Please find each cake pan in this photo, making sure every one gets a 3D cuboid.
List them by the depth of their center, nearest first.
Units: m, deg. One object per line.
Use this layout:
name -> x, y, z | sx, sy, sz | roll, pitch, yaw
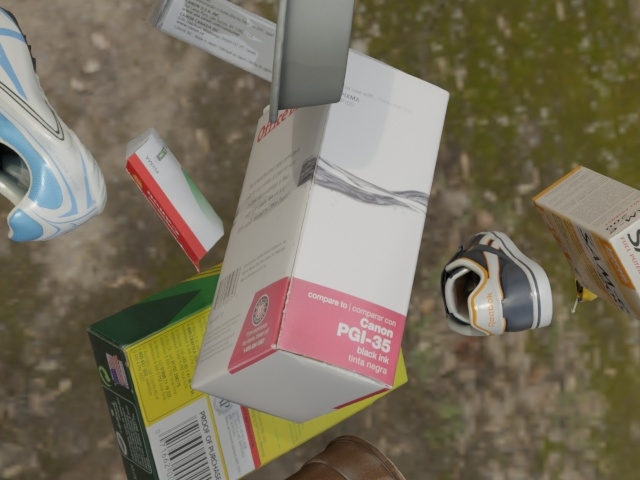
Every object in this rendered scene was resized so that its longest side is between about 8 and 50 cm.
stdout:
cake pan -> 0.000, -0.231, 1.183 | 0.293, 0.054, 0.293 | -175, -90, -89

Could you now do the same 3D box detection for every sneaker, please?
sneaker -> -0.243, -0.100, 1.165 | 0.086, 0.085, 0.237 | -21, 63, -30
sneaker -> 0.232, 0.060, 2.333 | 0.128, 0.321, 0.126 | -9, 99, -8

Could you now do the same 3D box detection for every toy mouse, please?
toy mouse -> 0.302, -0.004, 1.813 | 0.161, 0.031, 0.143 | 86, -2, -75

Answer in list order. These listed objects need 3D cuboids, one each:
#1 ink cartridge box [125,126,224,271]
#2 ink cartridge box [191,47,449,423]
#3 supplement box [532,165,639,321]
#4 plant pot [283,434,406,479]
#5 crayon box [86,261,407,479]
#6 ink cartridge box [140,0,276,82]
ink cartridge box -> -0.205, -0.062, 2.248 | 0.056, 0.224, 0.181 | -35, 103, 0
ink cartridge box -> 0.000, 0.000, 1.411 | 0.117, 0.207, 0.283 | 20, 68, -18
supplement box -> 0.156, 0.003, 0.831 | 0.036, 0.098, 0.062 | -34, 109, -6
plant pot -> -0.012, 0.287, 1.468 | 0.165, 0.167, 0.167 | -22, 104, -30
crayon box -> -0.066, 0.121, 1.628 | 0.319, 0.081, 0.202 | -25, 118, -30
ink cartridge box -> -0.050, -0.195, 1.675 | 0.275, 0.239, 0.060 | 24, 96, -13
